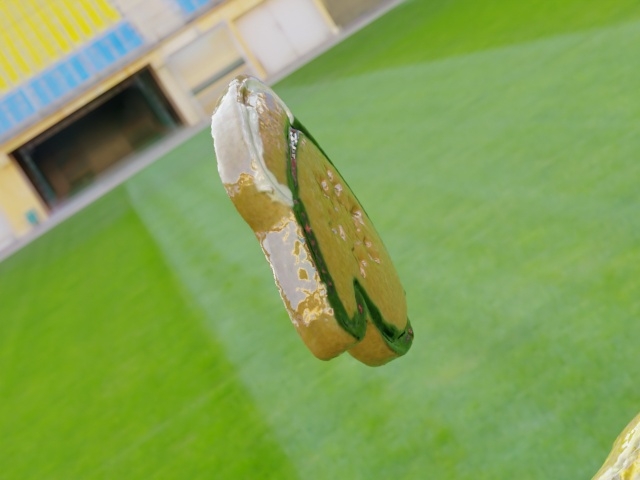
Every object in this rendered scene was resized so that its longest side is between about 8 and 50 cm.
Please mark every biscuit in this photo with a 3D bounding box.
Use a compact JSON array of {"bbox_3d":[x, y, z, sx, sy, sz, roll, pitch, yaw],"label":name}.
[{"bbox_3d":[0.002,-0.001,1.451,0.057,0.344,0.287,-27,31,17],"label":"biscuit"}]

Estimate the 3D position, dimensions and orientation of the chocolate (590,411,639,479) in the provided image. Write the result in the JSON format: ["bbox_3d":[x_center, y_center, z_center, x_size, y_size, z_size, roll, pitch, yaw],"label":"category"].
[{"bbox_3d":[0.450,0.215,1.672,0.445,0.162,0.162,-36,9,-19],"label":"chocolate"}]
